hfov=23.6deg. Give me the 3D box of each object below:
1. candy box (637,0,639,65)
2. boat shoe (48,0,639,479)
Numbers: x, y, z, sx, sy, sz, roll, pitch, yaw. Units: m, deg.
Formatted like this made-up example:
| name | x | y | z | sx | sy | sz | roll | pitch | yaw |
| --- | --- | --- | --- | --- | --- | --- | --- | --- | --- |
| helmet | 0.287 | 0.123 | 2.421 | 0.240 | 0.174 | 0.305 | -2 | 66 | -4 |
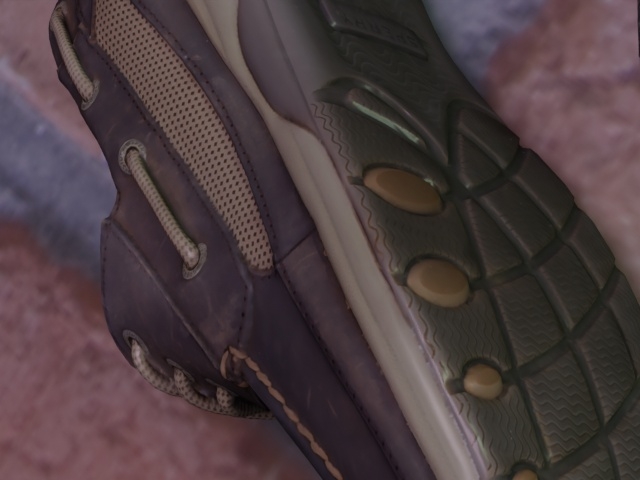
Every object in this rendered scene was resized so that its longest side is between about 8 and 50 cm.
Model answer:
| name | x | y | z | sx | sy | sz | roll | pitch | yaw |
| --- | --- | --- | --- | --- | --- | --- | --- | --- | --- |
| candy box | 0.182 | -0.163 | 0.472 | 0.159 | 0.071 | 0.233 | -5 | 76 | 31 |
| boat shoe | 0.000 | 0.000 | 0.525 | 0.130 | 0.132 | 0.355 | -48 | 48 | 29 |
